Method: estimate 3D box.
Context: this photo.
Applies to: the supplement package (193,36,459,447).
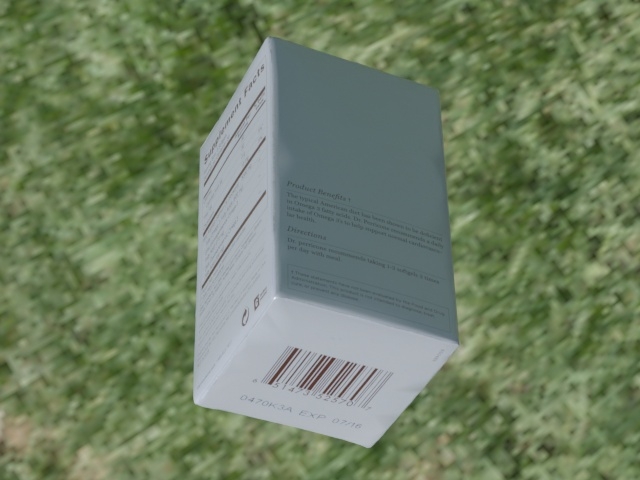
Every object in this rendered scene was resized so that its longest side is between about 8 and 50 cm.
[{"bbox_3d":[0.000,0.000,1.034,0.105,0.179,0.105,16,138,-19],"label":"supplement package"}]
